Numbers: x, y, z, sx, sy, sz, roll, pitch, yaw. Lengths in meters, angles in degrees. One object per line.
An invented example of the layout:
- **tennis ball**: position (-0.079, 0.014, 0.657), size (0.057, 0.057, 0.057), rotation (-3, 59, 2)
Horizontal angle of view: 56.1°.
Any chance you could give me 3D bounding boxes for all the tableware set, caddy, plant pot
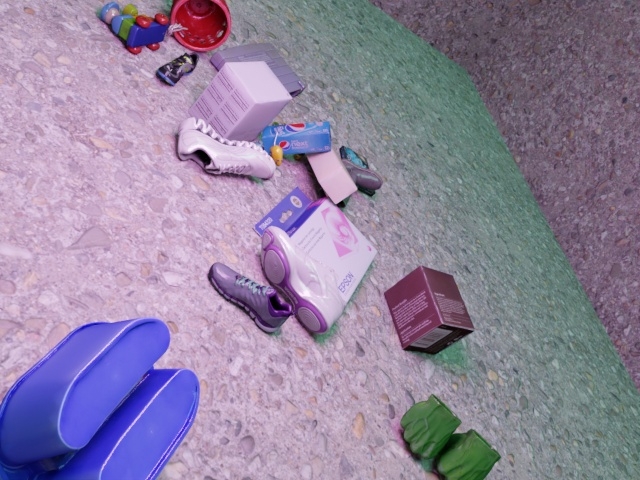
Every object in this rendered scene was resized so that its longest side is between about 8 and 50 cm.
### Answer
- **tableware set**: position (-0.100, -0.337, 2.019), size (0.104, 0.024, 0.154), rotation (-4, 60, -51)
- **caddy**: position (-0.357, 0.275, 0.975), size (0.242, 0.179, 0.341), rotation (66, 29, -19)
- **plant pot**: position (-0.385, -0.735, 1.937), size (0.191, 0.191, 0.174), rotation (25, 35, -32)

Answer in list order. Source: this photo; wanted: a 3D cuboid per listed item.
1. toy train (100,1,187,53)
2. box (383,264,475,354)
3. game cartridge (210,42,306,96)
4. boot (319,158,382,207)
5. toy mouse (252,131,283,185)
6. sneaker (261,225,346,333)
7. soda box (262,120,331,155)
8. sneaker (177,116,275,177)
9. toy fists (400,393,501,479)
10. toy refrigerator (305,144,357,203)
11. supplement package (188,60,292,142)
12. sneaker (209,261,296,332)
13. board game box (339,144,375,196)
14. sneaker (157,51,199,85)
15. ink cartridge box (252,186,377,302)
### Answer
- **toy train**: position (-0.521, -0.648, 1.783), size (0.143, 0.105, 0.248), rotation (36, 33, 5)
- **box**: position (0.330, 0.215, 1.836), size (0.166, 0.168, 0.203), rotation (16, 46, -39)
- **game cartridge**: position (-0.212, -0.583, 2.106), size (0.230, 0.068, 0.355), rotation (47, 33, 3)
- **boot**: position (0.106, -0.179, 2.025), size (0.189, 0.076, 0.209), rotation (23, 35, 0)
- **toy mouse**: position (-0.171, -0.239, 1.788), size (0.143, 0.031, 0.161), rotation (-11, 94, -30)
- **sneaker**: position (-0.045, 0.089, 1.565), size (0.152, 0.114, 0.305), rotation (-35, 95, -43)
- **soda box**: position (-0.072, -0.319, 1.876), size (0.067, 0.209, 0.071), rotation (-89, 174, -46)
- **sneaker**: position (-0.261, -0.225, 1.659), size (0.291, 0.110, 0.118), rotation (20, 50, -25)
- **toy fists**: position (0.326, 0.524, 1.554), size (0.279, 0.142, 0.096), rotation (42, 2, -11)
- **toy refrigerator**: position (0.021, -0.236, 1.922), size (0.102, 0.094, 0.270), rotation (51, 9, -36)
- **supplement package**: position (-0.234, -0.399, 1.761), size (0.149, 0.203, 0.194), rotation (53, 33, 6)
- **sneaker**: position (-0.158, 0.116, 1.430), size (0.223, 0.098, 0.083), rotation (43, 34, -11)
- **board game box**: position (0.136, -0.257, 2.211), size (0.126, 0.026, 0.186), rotation (22, 42, -34)
- **sneaker**: position (-0.418, -0.517, 1.778), size (0.067, 0.078, 0.188), rotation (43, 34, -9)
- **ink cartridge box**: position (0.000, 0.000, 1.761), size (0.330, 0.071, 0.324), rotation (47, 33, -6)
